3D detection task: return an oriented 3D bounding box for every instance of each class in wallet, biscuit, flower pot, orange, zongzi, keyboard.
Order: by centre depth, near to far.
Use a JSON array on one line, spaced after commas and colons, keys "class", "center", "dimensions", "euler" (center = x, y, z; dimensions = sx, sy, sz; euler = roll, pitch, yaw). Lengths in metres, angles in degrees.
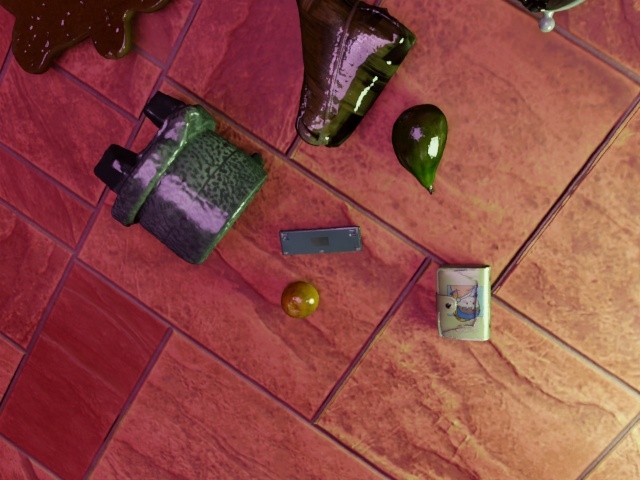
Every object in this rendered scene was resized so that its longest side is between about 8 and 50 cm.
[{"class": "zongzi", "center": [-0.009, -0.351, 1.366], "dimensions": [0.288, 0.134, 0.286], "euler": [37, 109, 3]}, {"class": "flower pot", "center": [-0.271, -0.135, 1.424], "dimensions": [0.283, 0.299, 0.299], "euler": [37, 111, -3]}, {"class": "wallet", "center": [0.289, 0.125, 1.466], "dimensions": [0.110, 0.039, 0.155], "euler": [0, 104, 14]}, {"class": "biscuit", "center": [-0.467, -0.501, 1.492], "dimensions": [0.432, 0.064, 0.283], "euler": [-15, 91, 17]}, {"class": "keyboard", "center": [0.000, 0.001, 1.526], "dimensions": [0.176, 0.014, 0.055], "euler": [-4, 105, 17]}, {"class": "orange", "center": [-0.044, 0.126, 1.544], "dimensions": [0.083, 0.070, 0.083], "euler": [8, 119, 15]}]

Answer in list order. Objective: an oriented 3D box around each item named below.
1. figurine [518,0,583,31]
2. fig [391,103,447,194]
[{"class": "figurine", "center": [0.413, -0.540, 1.190], "dimensions": [0.281, 0.167, 0.370], "euler": [28, 103, 43]}, {"class": "fig", "center": [0.190, -0.169, 1.382], "dimensions": [0.117, 0.117, 0.177], "euler": [5, 120, 14]}]
